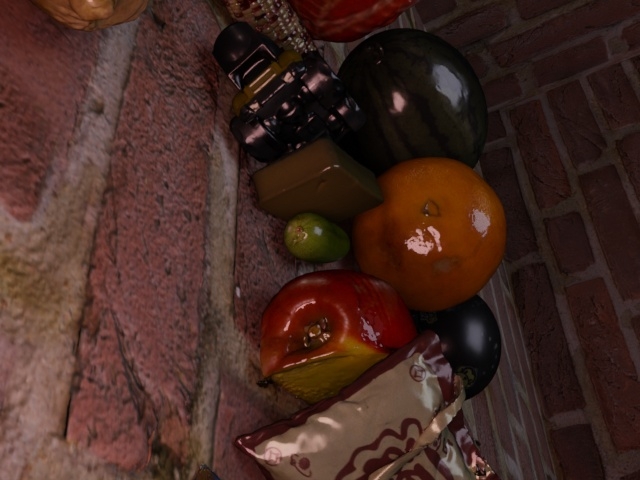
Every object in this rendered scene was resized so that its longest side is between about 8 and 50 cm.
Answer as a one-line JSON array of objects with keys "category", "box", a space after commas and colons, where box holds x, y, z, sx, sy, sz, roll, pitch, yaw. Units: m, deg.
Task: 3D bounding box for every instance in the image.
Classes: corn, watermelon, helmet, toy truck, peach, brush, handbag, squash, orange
[{"category": "corn", "box": [-0.084, -0.332, 1.071, 0.253, 0.086, 0.086, 50, 28, -44]}, {"category": "watermelon", "box": [0.164, -0.242, 1.352, 0.359, 0.279, 0.279, 47, 30, -39]}, {"category": "helmet", "box": [0.262, 0.196, 1.380, 0.279, 0.160, 0.230, -79, 146, -57]}, {"category": "toy truck", "box": [-0.049, -0.196, 0.982, 0.165, 0.147, 0.224, 53, 11, 20]}, {"category": "peach", "box": [0.045, 0.128, 0.879, 0.267, 0.154, 0.158, 48, 28, -46]}, {"category": "brush", "box": [-0.001, -0.072, 0.990, 0.197, 0.123, 0.059, 24, 45, -65]}, {"category": "handbag", "box": [0.058, 0.234, 0.752, 0.213, 0.235, 0.127, 65, -14, -10]}, {"category": "squash", "box": [0.000, 0.000, 1.016, 0.201, 0.066, 0.066, 16, 56, -73]}, {"category": "orange", "box": [0.179, -0.011, 1.208, 0.261, 0.261, 0.261, 53, 26, -40]}]

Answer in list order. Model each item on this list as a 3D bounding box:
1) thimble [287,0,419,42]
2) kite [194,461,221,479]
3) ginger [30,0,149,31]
[{"category": "thimble", "box": [0.023, -0.501, 1.142, 0.230, 0.350, 0.350, 51, 27, -50]}, {"category": "kite", "box": [-0.085, 0.269, 0.615, 0.183, 0.010, 0.160, 27, 47, -63]}, {"category": "ginger", "box": [-0.240, -0.289, 0.579, 0.270, 0.123, 0.219, 43, 29, -34]}]
